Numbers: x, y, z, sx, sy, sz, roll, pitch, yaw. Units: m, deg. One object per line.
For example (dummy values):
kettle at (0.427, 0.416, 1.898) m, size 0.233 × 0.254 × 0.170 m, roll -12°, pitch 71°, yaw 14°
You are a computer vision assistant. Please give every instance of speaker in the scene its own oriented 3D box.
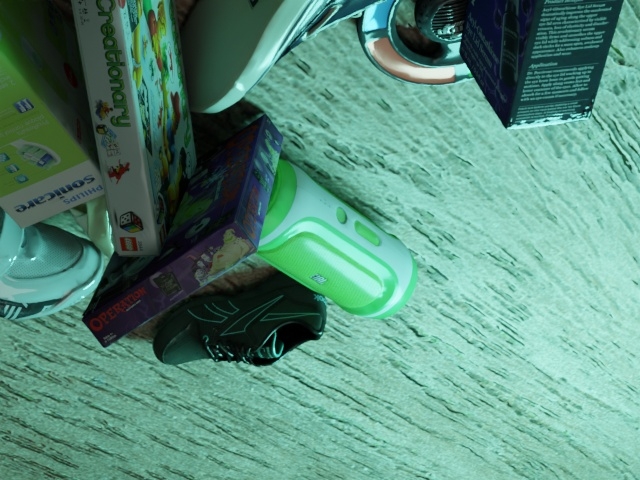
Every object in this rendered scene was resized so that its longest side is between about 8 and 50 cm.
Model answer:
speaker at (0.000, 0.000, 1.816) m, size 0.131 × 0.131 × 0.296 m, roll -34°, pitch 137°, yaw 23°

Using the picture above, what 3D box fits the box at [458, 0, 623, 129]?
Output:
box at (0.240, -0.249, 1.509) m, size 0.108 × 0.153 × 0.207 m, roll -8°, pitch 134°, yaw -15°

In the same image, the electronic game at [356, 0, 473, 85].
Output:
electronic game at (0.154, -0.266, 1.603) m, size 0.229 × 0.048 × 0.229 m, roll -9°, pitch 141°, yaw -7°

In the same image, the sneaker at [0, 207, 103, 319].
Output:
sneaker at (-0.420, -0.024, 1.647) m, size 0.366 × 0.137 × 0.210 m, roll 9°, pitch 139°, yaw -21°

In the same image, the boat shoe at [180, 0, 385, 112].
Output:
boat shoe at (-0.022, -0.252, 1.516) m, size 0.158 × 0.127 × 0.340 m, roll -3°, pitch 153°, yaw -39°

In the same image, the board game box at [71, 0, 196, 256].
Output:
board game box at (-0.189, -0.161, 1.445) m, size 0.053 × 0.193 × 0.305 m, roll 1°, pitch 124°, yaw 8°

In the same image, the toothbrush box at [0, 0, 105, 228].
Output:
toothbrush box at (-0.336, -0.183, 1.429) m, size 0.122 × 0.206 × 0.283 m, roll -21°, pitch 140°, yaw 9°

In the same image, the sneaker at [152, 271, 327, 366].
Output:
sneaker at (-0.114, 0.127, 1.952) m, size 0.267 × 0.106 × 0.101 m, roll -22°, pitch 142°, yaw 12°

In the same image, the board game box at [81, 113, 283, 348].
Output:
board game box at (-0.148, -0.021, 1.582) m, size 0.208 × 0.347 × 0.056 m, roll -28°, pitch 109°, yaw 14°

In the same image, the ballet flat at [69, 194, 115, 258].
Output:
ballet flat at (-0.275, -0.064, 1.705) m, size 0.086 × 0.086 × 0.248 m, roll -7°, pitch 139°, yaw -9°
